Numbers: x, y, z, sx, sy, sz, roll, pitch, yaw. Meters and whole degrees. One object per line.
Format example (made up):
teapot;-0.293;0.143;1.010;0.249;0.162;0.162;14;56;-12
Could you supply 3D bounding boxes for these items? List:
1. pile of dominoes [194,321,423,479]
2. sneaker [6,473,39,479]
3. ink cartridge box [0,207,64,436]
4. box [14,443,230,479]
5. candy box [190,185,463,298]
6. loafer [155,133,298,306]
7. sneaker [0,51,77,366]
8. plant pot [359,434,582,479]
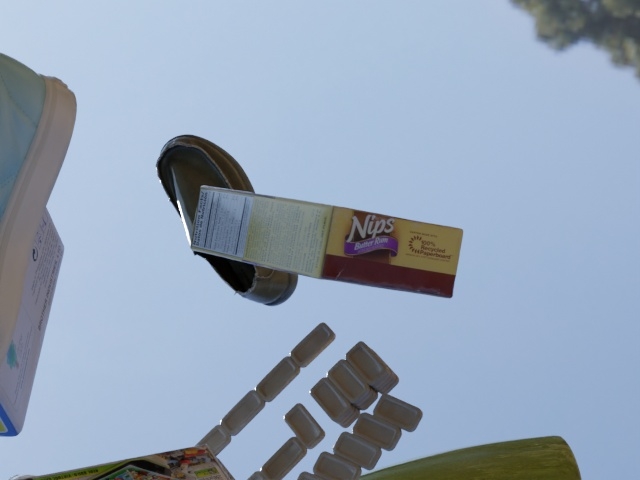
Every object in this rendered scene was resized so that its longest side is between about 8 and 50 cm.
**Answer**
pile of dominoes;-0.013;0.232;1.708;0.251;0.040;0.196;-45;-129;1
sneaker;-0.308;0.378;1.802;0.232;0.090;0.115;44;177;3
ink cartridge box;-0.409;-0.011;1.529;0.151;0.395;0.270;-1;-129;8
box;-0.187;0.263;1.439;0.207;0.036;0.114;-8;-149;-26
candy box;0.000;0.000;1.027;0.109;0.053;0.187;10;-178;-32
loafer;-0.122;-0.028;1.788;0.251;0.094;0.087;51;-158;15
sneaker;-0.325;0.001;1.207;0.150;0.135;0.366;29;-122;-33
plant pot;0.165;0.388;1.921;0.294;0.274;0.275;3;-149;-8
